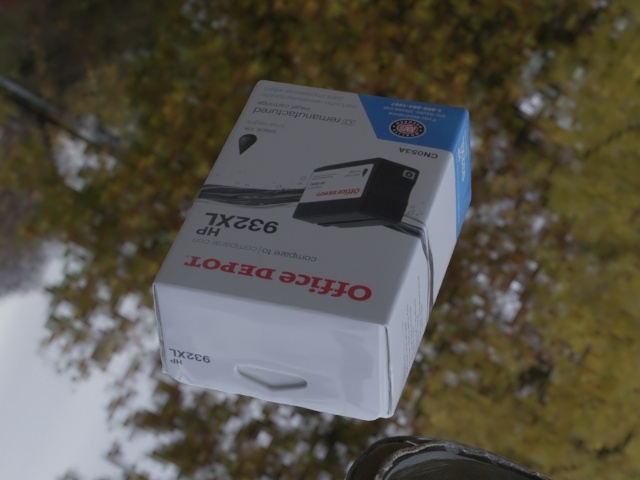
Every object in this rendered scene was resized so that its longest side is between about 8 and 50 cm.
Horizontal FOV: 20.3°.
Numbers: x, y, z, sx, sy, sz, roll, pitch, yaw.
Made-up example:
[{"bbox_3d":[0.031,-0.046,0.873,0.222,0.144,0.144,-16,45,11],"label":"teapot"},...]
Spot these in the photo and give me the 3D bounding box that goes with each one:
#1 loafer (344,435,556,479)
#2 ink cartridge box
[{"bbox_3d":[0.133,0.172,0.982,0.087,0.251,0.094,127,-16,-72],"label":"loafer"},{"bbox_3d":[0.000,0.000,1.682,0.307,0.223,0.129,-66,161,-44],"label":"ink cartridge box"}]
